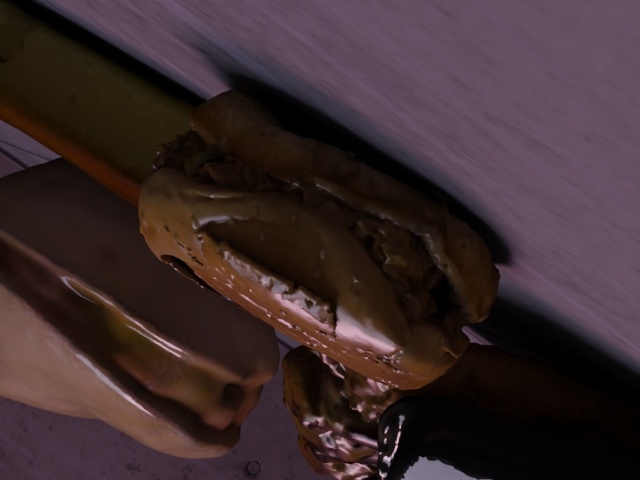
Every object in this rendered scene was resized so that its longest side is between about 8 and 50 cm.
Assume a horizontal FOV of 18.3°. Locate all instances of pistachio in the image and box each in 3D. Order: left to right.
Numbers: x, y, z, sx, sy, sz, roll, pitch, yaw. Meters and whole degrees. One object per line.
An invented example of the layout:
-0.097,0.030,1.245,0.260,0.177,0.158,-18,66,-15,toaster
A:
-0.223,0.070,2.053,0.365,0.281,0.445,34,179,-41,pistachio

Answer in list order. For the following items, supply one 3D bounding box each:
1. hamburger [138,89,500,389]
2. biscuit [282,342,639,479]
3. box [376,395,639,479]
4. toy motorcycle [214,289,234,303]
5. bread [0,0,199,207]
0.000,0.000,1.114,0.214,0.108,0.214,28,173,4,hamburger
0.106,0.153,1.414,0.289,0.081,0.334,15,159,5,biscuit
0.195,0.258,1.326,0.359,0.091,0.350,16,143,10,box
-0.017,0.022,1.434,0.254,0.092,0.135,28,173,30,toy motorcycle
-0.193,-0.110,1.376,0.361,0.077,0.138,31,175,23,bread
